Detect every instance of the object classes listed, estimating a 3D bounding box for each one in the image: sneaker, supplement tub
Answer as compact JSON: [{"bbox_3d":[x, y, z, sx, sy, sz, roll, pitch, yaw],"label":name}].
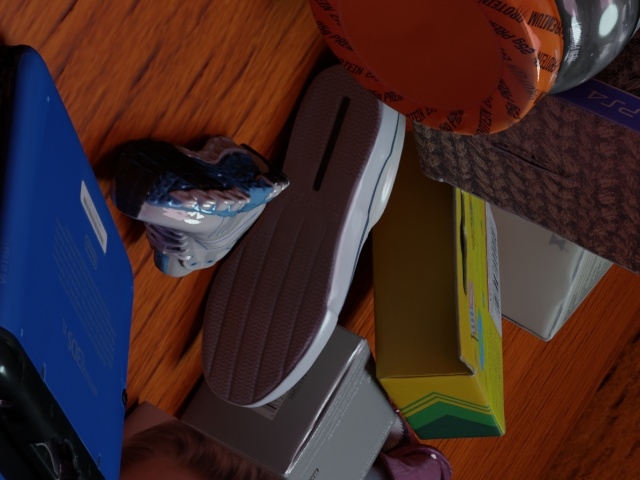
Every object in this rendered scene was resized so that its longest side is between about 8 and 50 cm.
[{"bbox_3d":[0.000,0.000,1.373,0.258,0.094,0.091,-65,159,10],"label":"sneaker"},{"bbox_3d":[0.148,-0.233,1.229,0.338,0.207,0.207,-50,160,-31],"label":"supplement tub"},{"bbox_3d":[-0.080,-0.012,1.171,0.083,0.071,0.191,-58,164,13],"label":"sneaker"}]

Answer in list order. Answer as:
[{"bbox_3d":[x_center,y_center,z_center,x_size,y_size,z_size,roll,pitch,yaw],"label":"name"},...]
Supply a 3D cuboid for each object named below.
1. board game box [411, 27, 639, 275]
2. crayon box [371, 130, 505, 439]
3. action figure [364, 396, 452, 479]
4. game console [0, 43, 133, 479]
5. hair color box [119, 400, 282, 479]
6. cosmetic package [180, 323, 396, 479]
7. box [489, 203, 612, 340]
[{"bbox_3d":[0.237,-0.140,1.362,0.291,0.232,0.141,-42,140,-25],"label":"board game box"},{"bbox_3d":[0.095,0.035,1.580,0.318,0.081,0.202,60,28,-71],"label":"crayon box"},{"bbox_3d":[0.087,0.302,1.816,0.248,0.276,0.370,103,-11,-65],"label":"action figure"},{"bbox_3d":[-0.208,0.071,1.000,0.293,0.173,0.250,80,11,-66],"label":"game console"},{"bbox_3d":[-0.149,0.279,1.254,0.347,0.174,0.105,-48,158,-38],"label":"hair color box"},{"bbox_3d":[-0.019,0.141,1.540,0.127,0.107,0.238,-60,161,-12],"label":"cosmetic package"},{"bbox_3d":[0.249,-0.033,1.995,0.232,0.127,0.148,-43,156,-45],"label":"box"}]
